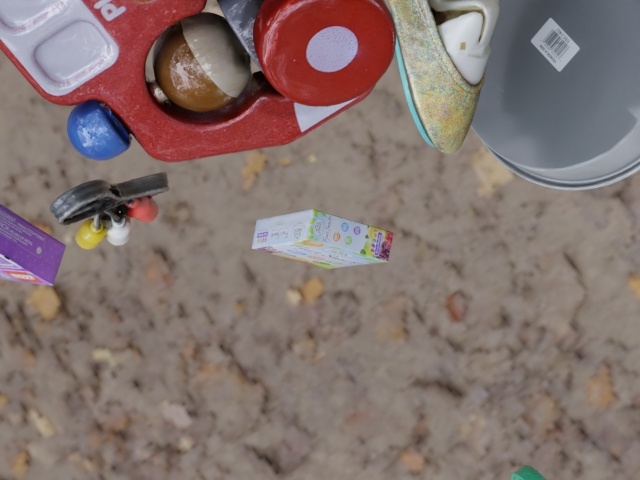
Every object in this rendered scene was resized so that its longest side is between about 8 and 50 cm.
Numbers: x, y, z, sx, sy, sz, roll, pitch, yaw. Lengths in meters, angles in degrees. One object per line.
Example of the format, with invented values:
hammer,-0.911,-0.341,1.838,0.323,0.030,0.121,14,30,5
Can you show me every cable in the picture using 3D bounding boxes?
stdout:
cable,-0.241,-0.037,1.857,0.287,0.139,0.072,169,76,-87

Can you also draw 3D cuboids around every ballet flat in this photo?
ballet flat,0.114,-0.255,1.536,0.123,0.123,0.349,-7,108,40

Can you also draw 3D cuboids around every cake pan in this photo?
cake pan,0.258,-0.200,1.643,0.293,0.054,0.293,1,91,36

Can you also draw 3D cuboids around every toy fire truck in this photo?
toy fire truck,-0.104,-0.177,1.104,0.254,0.169,0.302,-29,129,9

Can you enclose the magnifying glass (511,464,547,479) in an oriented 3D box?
magnifying glass,0.259,0.289,1.634,0.092,0.026,0.231,59,171,-8

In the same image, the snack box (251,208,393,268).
snack box,0.000,0.000,1.678,0.141,0.100,0.037,-9,69,62

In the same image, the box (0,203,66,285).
box,-0.479,-0.019,1.855,0.293,0.201,0.057,6,71,29
